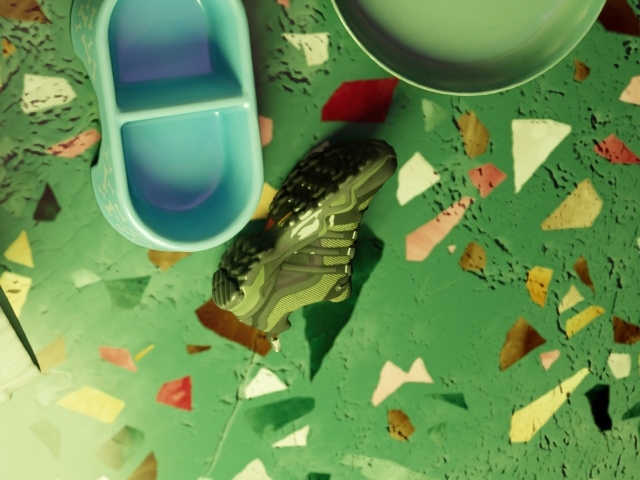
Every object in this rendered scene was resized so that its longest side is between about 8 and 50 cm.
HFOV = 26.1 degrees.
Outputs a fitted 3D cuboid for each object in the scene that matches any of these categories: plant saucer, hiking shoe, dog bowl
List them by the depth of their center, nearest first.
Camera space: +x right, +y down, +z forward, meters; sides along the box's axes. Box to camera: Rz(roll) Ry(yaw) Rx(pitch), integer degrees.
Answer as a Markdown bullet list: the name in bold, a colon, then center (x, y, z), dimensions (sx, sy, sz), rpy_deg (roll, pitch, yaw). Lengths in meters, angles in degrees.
- **dog bowl**: center (-0.133, -0.126, 1.269), dimensions (0.165, 0.074, 0.297), rpy_deg (-10, 105, -15)
- **plant saucer**: center (0.143, -0.301, 1.334), dimensions (0.317, 0.043, 0.318), rpy_deg (-4, 105, -17)
- **hiking shoe**: center (0.000, 0.000, 1.348), dimensions (0.227, 0.086, 0.114), rpy_deg (-45, 125, 2)

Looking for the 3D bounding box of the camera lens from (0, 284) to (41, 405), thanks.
- **camera lens**: center (-0.402, 0.090, 1.154), dimensions (0.274, 0.219, 0.219), rpy_deg (-28, 110, -10)
